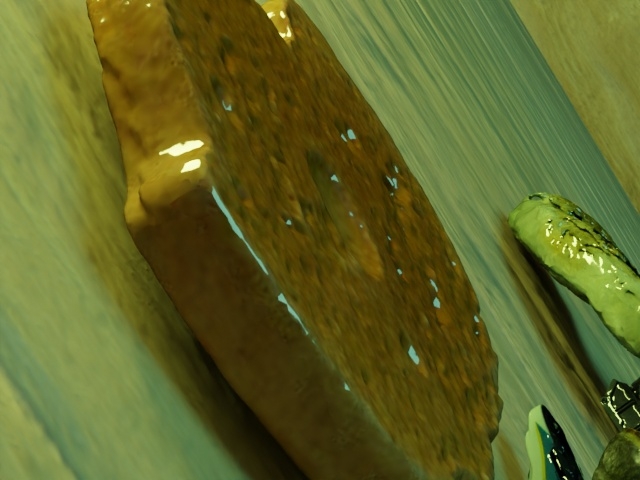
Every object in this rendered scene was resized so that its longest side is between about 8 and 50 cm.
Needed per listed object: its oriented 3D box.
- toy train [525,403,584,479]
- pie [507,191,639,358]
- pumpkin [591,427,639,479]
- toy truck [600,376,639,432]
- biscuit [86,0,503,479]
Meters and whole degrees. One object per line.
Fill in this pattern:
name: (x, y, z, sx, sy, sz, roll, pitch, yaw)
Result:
toy train: (0.177, 0.209, 1.106, 0.052, 0.051, 0.234, 49, 15, -34)
pie: (0.345, 0.071, 1.663, 0.371, 0.078, 0.296, 42, 11, 19)
pumpkin: (0.278, 0.247, 1.244, 0.183, 0.107, 0.119, 47, -2, -14)
toy truck: (0.375, 0.226, 1.633, 0.083, 0.092, 0.192, 41, 15, -49)
biscuit: (-0.001, 0.000, 0.895, 0.349, 0.078, 0.455, 58, 14, 8)
